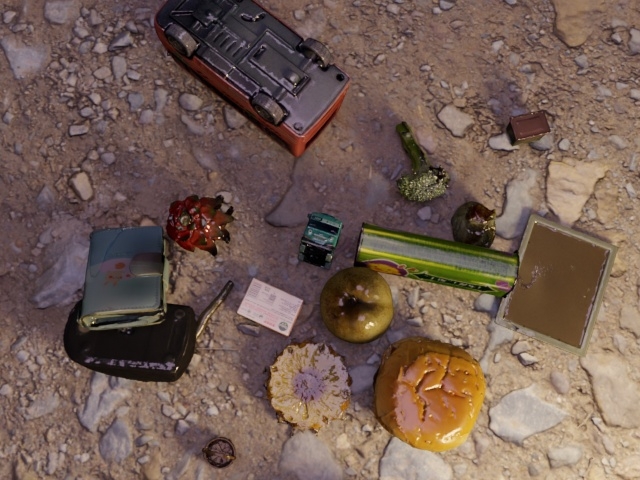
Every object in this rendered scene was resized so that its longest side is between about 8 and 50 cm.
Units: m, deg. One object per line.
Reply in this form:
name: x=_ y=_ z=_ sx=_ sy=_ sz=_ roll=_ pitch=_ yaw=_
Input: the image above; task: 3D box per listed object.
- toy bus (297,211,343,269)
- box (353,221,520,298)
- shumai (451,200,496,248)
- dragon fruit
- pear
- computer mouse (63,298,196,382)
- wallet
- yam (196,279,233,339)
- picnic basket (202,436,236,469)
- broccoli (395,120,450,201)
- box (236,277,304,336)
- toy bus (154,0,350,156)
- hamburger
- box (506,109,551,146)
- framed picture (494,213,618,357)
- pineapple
toy bus: x=0.000 y=0.000 z=1.656 sx=0.079 sy=0.160 sz=0.092 roll=18 pitch=75 yaw=3
box: x=0.250 y=0.040 z=1.669 sx=0.345 sy=0.134 sz=0.097 roll=12 pitch=74 yaw=2
shumai: x=0.351 y=-0.036 z=1.714 sx=0.098 sy=0.087 sz=0.124 roll=-7 pitch=78 yaw=-5
dragon fruit: x=-0.267 y=-0.040 z=1.681 sx=0.142 sy=0.121 sz=0.130 roll=22 pitch=109 yaw=-22
pear: x=0.078 y=0.136 z=1.637 sx=0.167 sy=0.136 sz=0.167 roll=-5 pitch=72 yaw=17
computer mouse: x=-0.397 y=0.209 z=1.618 sx=0.269 sy=0.100 sz=0.170 roll=8 pitch=63 yaw=2
wallet: x=-0.407 y=0.074 z=1.610 sx=0.176 sy=0.075 sz=0.250 roll=-4 pitch=44 yaw=-6
yam: x=-0.262 y=0.184 z=1.673 sx=0.027 sy=0.029 sz=0.234 roll=39 pitch=75 yaw=-20
picnic basket: x=-0.208 y=0.438 z=1.581 sx=0.072 sy=0.083 sz=0.072 roll=0 pitch=77 yaw=-1
broccoli: x=0.219 y=-0.181 z=1.747 sx=0.122 sy=0.118 sz=0.204 roll=-19 pitch=61 yaw=5
box: x=-0.109 y=0.146 z=1.676 sx=0.125 sy=0.043 sz=0.089 roll=25 pitch=77 yaw=4
toy bus: x=-0.152 y=-0.394 z=1.715 sx=0.427 sy=0.233 sz=0.203 roll=39 pitch=78 yaw=5
hamburger: x=0.223 y=0.313 z=1.586 sx=0.244 sy=0.163 sz=0.245 roll=0 pitch=75 yaw=0
box: x=0.480 y=-0.258 z=1.784 sx=0.084 sy=0.063 sz=0.060 roll=-14 pitch=75 yaw=-4
framed picture: x=0.530 y=0.099 z=1.723 sx=0.216 sy=0.016 sz=0.274 roll=22 pitch=77 yaw=3
pineapple: x=-0.027 y=0.314 z=1.638 sx=0.221 sy=0.047 sz=0.221 roll=1 pitch=78 yaw=-3
